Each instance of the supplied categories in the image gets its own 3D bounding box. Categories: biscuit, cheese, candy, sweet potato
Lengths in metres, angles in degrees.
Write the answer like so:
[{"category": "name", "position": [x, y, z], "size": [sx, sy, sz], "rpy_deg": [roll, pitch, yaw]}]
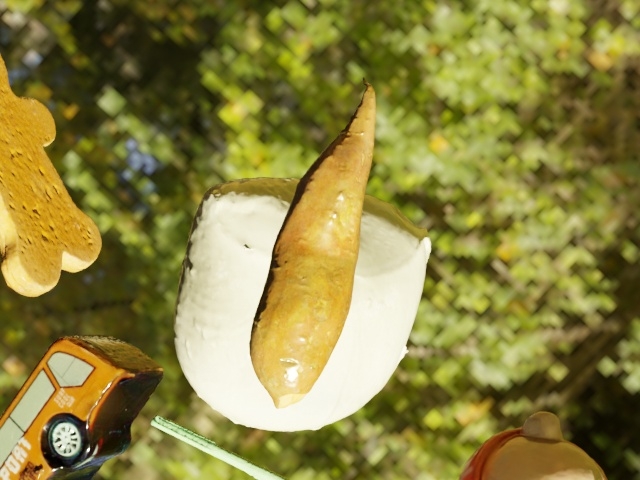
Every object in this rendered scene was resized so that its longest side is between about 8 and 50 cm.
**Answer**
[{"category": "biscuit", "position": [-0.276, -0.076, 1.710], "size": [0.250, 0.036, 0.165], "rpy_deg": [65, -157, -3]}, {"category": "cheese", "position": [-0.018, 0.054, 1.523], "size": [0.198, 0.189, 0.154], "rpy_deg": [9, -159, -33]}, {"category": "candy", "position": [-0.039, 0.260, 2.082], "size": [0.335, 0.092, 0.093], "rpy_deg": [25, 166, 21]}, {"category": "sweet potato", "position": [0.000, 0.000, 1.109], "size": [0.056, 0.195, 0.056], "rpy_deg": [14, 175, 1]}]

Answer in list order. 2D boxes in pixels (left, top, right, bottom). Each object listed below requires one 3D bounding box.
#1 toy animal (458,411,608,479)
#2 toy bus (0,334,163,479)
[{"category": "toy animal", "position": [0.182, 0.259, 1.672], "size": [0.171, 0.171, 0.198], "rpy_deg": [-93, -20, -76]}, {"category": "toy bus", "position": [-0.289, 0.253, 1.794], "size": [0.092, 0.409, 0.093], "rpy_deg": [42, -164, 21]}]
